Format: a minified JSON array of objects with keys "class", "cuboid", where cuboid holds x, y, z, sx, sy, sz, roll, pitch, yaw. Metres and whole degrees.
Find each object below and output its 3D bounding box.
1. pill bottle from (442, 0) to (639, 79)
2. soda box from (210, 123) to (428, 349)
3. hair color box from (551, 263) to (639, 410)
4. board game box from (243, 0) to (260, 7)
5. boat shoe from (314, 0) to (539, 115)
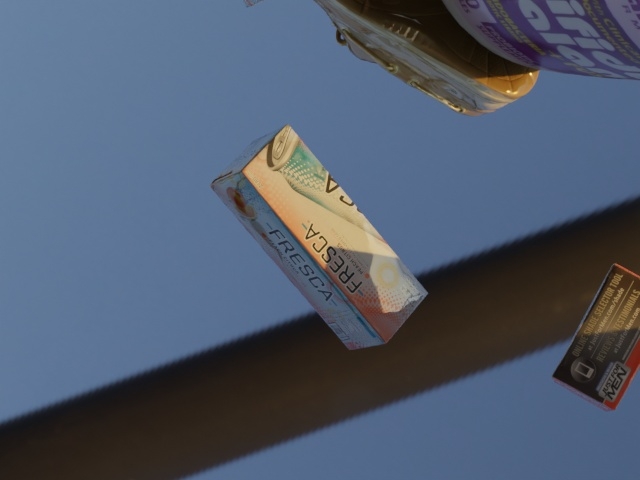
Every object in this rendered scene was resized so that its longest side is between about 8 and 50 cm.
[{"class":"pill bottle","cuboid":[0.175,-0.150,0.639,0.169,0.169,0.301,-55,-158,-5]},{"class":"soda box","cuboid":[0.000,0.000,1.166,0.063,0.183,0.058,-48,-164,-29]},{"class":"hair color box","cuboid":[0.215,0.076,1.093,0.053,0.167,0.093,29,-91,13]},{"class":"board game box","cuboid":[-0.019,-0.298,1.256,0.142,0.144,0.275,-28,-171,-5]},{"class":"boat shoe","cuboid":[0.034,-0.120,0.792,0.063,0.170,0.059,-59,-171,-30]}]
